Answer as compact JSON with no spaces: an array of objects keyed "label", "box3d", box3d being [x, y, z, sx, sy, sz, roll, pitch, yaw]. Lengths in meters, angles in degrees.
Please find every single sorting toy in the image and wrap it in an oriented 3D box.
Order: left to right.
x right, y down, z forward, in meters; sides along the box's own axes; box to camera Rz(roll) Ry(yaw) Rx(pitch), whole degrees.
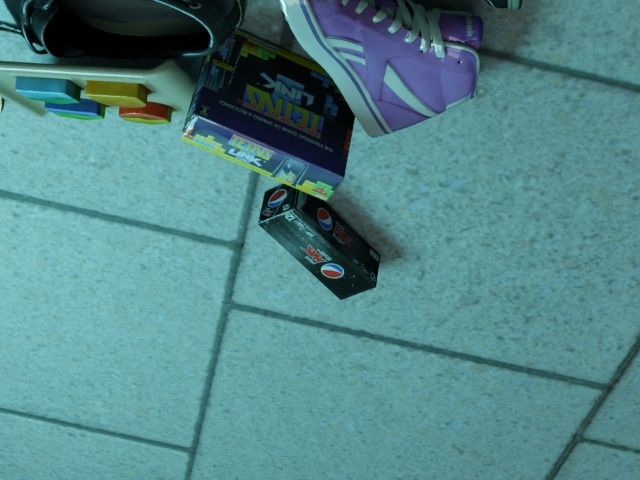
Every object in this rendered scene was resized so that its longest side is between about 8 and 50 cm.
[{"label":"sorting toy","box3d":[-0.234,-0.153,1.404,0.208,0.038,0.193,0,173,9]}]

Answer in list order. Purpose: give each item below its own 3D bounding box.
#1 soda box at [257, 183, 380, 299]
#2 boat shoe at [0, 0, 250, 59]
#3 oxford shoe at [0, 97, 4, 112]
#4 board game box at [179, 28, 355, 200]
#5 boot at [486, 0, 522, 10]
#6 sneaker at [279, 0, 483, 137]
[{"label":"soda box","box3d":[0.000,0.000,1.598,0.060,0.053,0.169,-21,131,32]},{"label":"boat shoe","box3d":[-0.245,-0.234,1.323,0.340,0.113,0.127,8,140,2]},{"label":"oxford shoe","box3d":[-0.419,-0.195,1.438,0.076,0.076,0.212,-9,139,19]},{"label":"board game box","box3d":[-0.049,-0.136,1.378,0.170,0.141,0.048,22,139,-15]},{"label":"boot","box3d":[0.089,-0.271,1.192,0.179,0.085,0.236,-3,166,16]},{"label":"sneaker","box3d":[0.069,-0.222,1.294,0.161,0.102,0.282,-15,145,22]}]
